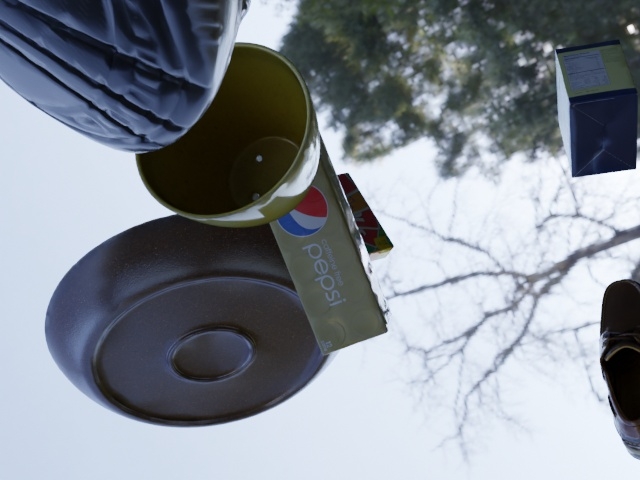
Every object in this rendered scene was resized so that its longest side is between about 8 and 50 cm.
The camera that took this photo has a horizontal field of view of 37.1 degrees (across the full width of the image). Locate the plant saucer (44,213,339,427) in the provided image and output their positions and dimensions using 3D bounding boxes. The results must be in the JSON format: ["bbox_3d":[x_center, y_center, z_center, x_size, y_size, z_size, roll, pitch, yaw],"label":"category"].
[{"bbox_3d":[-0.109,0.097,0.937,0.310,0.310,0.050,28,-148,-38],"label":"plant saucer"}]

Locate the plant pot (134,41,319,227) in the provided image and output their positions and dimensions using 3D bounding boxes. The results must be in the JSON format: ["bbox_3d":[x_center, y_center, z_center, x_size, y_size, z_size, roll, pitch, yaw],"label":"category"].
[{"bbox_3d":[-0.054,-0.064,0.702,0.095,0.134,0.134,43,-143,-63],"label":"plant pot"}]

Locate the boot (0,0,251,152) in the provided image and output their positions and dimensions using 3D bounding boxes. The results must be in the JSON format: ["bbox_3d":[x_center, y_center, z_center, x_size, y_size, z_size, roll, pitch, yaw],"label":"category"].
[{"bbox_3d":[-0.038,-0.220,0.431,0.138,0.377,0.284,30,-117,-4],"label":"boot"}]

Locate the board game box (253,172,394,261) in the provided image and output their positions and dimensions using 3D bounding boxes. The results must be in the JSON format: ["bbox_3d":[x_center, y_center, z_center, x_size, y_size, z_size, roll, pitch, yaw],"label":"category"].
[{"bbox_3d":[-0.042,-0.009,1.163,0.259,0.039,0.124,-15,-117,-34],"label":"board game box"}]

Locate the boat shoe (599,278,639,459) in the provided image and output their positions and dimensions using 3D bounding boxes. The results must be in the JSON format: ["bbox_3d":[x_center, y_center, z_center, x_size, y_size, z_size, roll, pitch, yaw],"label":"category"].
[{"bbox_3d":[0.276,0.101,0.836,0.060,0.064,0.178,48,-145,-38],"label":"boat shoe"}]

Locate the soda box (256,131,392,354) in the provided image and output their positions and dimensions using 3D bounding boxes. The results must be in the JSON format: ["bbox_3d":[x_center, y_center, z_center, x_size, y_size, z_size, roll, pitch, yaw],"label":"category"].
[{"bbox_3d":[0.000,0.000,0.808,0.058,0.061,0.181,-42,-70,-79],"label":"soda box"}]

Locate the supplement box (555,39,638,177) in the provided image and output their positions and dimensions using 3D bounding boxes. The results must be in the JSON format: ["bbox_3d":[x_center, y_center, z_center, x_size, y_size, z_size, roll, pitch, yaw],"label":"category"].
[{"bbox_3d":[0.239,-0.115,0.828,0.083,0.056,0.083,-87,-14,-46],"label":"supplement box"}]
